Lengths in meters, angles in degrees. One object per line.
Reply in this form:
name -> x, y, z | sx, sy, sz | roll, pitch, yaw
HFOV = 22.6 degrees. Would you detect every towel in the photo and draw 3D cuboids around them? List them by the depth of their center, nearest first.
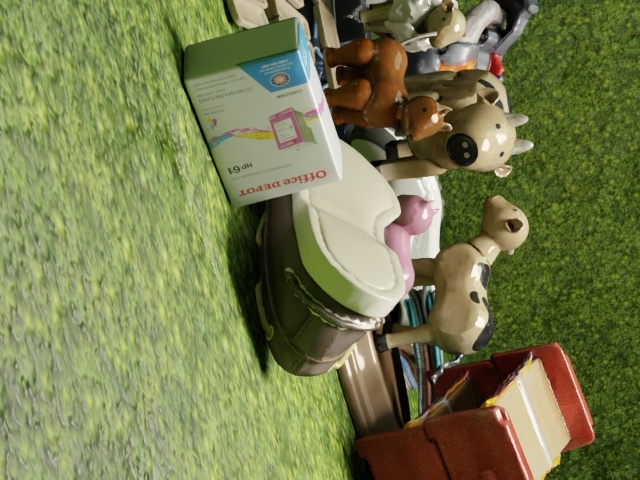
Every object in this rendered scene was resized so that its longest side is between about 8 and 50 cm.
towel -> 0.130, 0.243, 1.817 | 0.370, 0.040, 0.271 | 76, 10, -64

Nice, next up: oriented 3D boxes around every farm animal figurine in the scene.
farm animal figurine -> 0.129, -0.079, 1.571 | 0.326, 0.172, 0.330 | -73, 154, -55

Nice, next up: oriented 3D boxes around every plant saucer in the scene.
plant saucer -> 0.048, 0.102, 1.671 | 0.278, 0.041, 0.277 | -15, 90, -83

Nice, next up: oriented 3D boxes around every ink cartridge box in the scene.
ink cartridge box -> -0.041, -0.093, 1.191 | 0.052, 0.089, 0.122 | -95, 168, -51

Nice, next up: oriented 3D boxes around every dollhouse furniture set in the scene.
dollhouse furniture set -> 0.196, 0.307, 1.525 | 0.201, 0.152, 0.374 | -29, 99, -61

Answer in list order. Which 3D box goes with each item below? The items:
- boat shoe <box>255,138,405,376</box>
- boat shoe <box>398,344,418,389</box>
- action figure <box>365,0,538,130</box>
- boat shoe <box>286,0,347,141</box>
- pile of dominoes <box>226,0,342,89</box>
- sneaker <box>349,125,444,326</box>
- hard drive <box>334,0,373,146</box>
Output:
boat shoe -> 0.000, 0.000, 1.301 | 0.117, 0.096, 0.324 | 31, 20, -15
boat shoe -> 0.113, 0.120, 1.997 | 0.183, 0.066, 0.066 | 65, 13, -55
action figure -> 0.100, -0.245, 2.102 | 0.178, 0.341, 0.330 | -3, 48, -48
boat shoe -> 0.000, -0.183, 1.645 | 0.109, 0.089, 0.258 | 37, 39, -78
pile of dominoes -> -0.054, -0.251, 1.548 | 0.196, 0.040, 0.251 | 35, 35, -47
sneaker -> 0.079, -0.004, 1.826 | 0.100, 0.108, 0.271 | 7, -65, 50
hard drive -> 0.055, -0.138, 1.977 | 0.237, 0.064, 0.339 | -93, 170, -58
